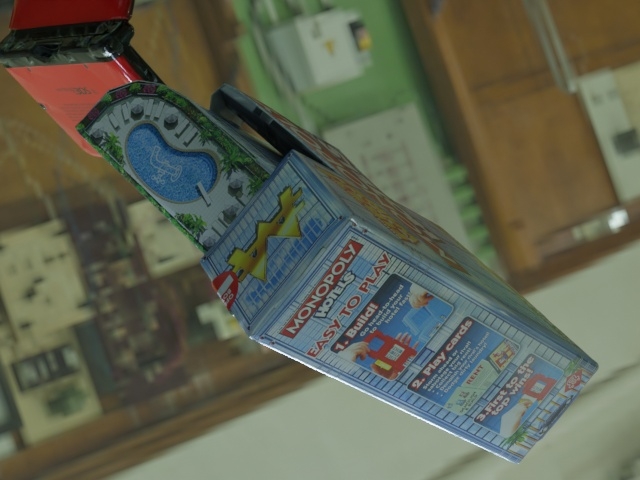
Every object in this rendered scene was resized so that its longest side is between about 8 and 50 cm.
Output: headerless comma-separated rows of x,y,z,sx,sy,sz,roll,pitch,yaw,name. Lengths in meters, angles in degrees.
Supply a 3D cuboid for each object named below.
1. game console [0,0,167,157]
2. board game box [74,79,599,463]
-0.103,-0.111,0.904,0.085,0.124,0.144,-51,-153,-19,game console
0.000,0.000,0.705,0.060,0.194,0.194,-51,155,7,board game box
